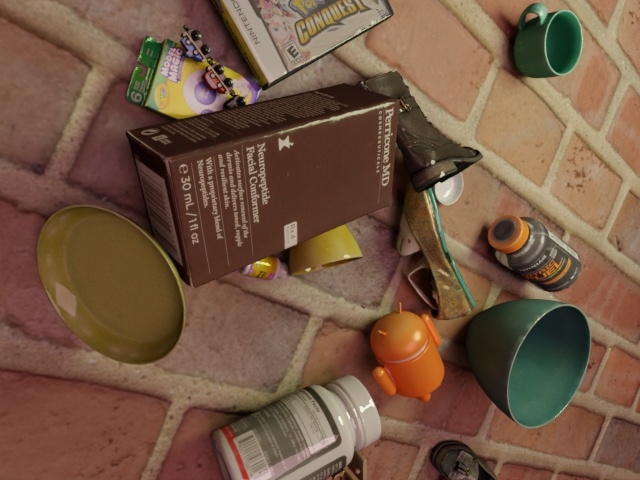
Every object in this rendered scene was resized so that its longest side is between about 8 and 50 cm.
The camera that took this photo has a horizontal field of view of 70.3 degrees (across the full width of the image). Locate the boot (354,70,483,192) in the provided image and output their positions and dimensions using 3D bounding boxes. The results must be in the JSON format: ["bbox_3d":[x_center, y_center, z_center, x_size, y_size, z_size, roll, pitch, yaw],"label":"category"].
[{"bbox_3d":[0.189,-0.219,0.850,0.262,0.091,0.229,-24,83,-51],"label":"boot"}]

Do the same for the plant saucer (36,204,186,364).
[{"bbox_3d":[-0.282,0.061,0.628,0.037,0.240,0.241,-49,132,-61],"label":"plant saucer"}]

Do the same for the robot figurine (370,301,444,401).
[{"bbox_3d":[0.183,0.239,0.960,0.157,0.128,0.220,-24,116,7],"label":"robot figurine"}]

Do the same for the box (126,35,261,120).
[{"bbox_3d":[-0.188,-0.225,0.688,0.179,0.043,0.105,17,92,-30],"label":"box"}]

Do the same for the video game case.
[{"bbox_3d":[-0.042,-0.412,0.709,0.274,0.035,0.248,-37,107,-18],"label":"video game case"}]

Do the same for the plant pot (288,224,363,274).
[{"bbox_3d":[0.000,0.000,0.809,0.134,0.134,0.096,-10,83,-28],"label":"plant pot"}]

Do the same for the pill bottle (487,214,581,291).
[{"bbox_3d":[0.508,0.026,1.094,0.245,0.130,0.131,27,88,-31],"label":"pill bottle"}]

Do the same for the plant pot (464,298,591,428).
[{"bbox_3d":[0.464,0.260,1.083,0.289,0.195,0.291,-8,105,-29],"label":"plant pot"}]

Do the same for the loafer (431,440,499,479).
[{"bbox_3d":[0.399,0.606,1.192,0.267,0.084,0.096,37,82,-31],"label":"loafer"}]

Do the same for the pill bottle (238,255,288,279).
[{"bbox_3d":[-0.100,0.046,0.800,0.083,0.043,0.044,14,94,-31],"label":"pill bottle"}]

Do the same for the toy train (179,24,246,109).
[{"bbox_3d":[-0.154,-0.238,0.667,0.036,0.027,0.158,-39,118,-6],"label":"toy train"}]

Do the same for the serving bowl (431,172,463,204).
[{"bbox_3d":[0.270,-0.120,0.982,0.083,0.027,0.084,-8,106,-29],"label":"serving bowl"}]

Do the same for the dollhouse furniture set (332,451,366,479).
[{"bbox_3d":[-0.003,0.491,0.912,0.151,0.123,0.144,-9,106,-28],"label":"dollhouse furniture set"}]

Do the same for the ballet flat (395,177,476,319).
[{"bbox_3d":[0.223,0.030,0.951,0.123,0.123,0.349,-35,114,-18],"label":"ballet flat"}]

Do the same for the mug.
[{"bbox_3d":[0.486,-0.437,0.992,0.129,0.097,0.158,-25,112,-22],"label":"mug"}]

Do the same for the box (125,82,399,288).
[{"bbox_3d":[-0.063,-0.100,0.684,0.381,0.143,0.191,-25,130,-32],"label":"box"}]

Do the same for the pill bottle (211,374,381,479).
[{"bbox_3d":[-0.041,0.369,0.840,0.283,0.161,0.162,-18,110,-26],"label":"pill bottle"}]

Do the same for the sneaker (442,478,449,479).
[{"bbox_3d":[0.277,0.699,1.155,0.214,0.084,0.083,-34,103,-23],"label":"sneaker"}]
